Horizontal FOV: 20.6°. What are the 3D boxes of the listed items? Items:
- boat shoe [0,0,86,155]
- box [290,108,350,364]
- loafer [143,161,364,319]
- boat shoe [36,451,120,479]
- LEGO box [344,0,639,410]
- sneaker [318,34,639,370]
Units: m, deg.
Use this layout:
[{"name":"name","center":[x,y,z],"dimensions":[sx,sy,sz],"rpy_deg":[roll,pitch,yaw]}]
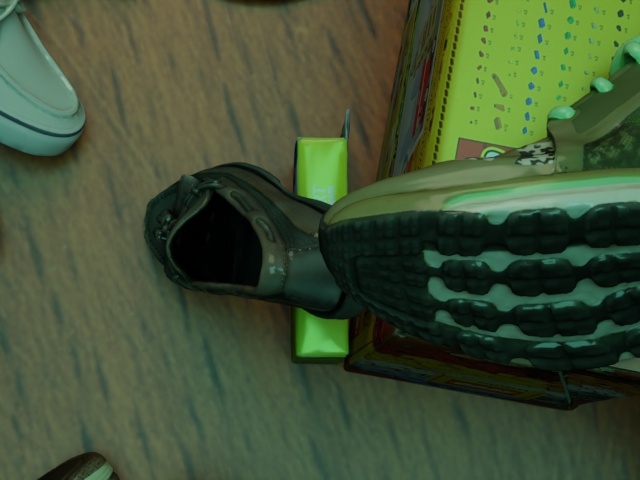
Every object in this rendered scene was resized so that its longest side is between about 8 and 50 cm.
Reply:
[{"name":"boat shoe","center":[-0.262,-0.175,1.277],"dimensions":[0.088,0.096,0.267],"rpy_deg":[-37,102,32]},{"name":"box","center":[0.000,0.000,1.298],"dimensions":[0.042,0.109,0.178],"rpy_deg":[1,83,-2]},{"name":"loafer","center":[-0.065,-0.004,1.216],"dimensions":[0.084,0.267,0.096],"rpy_deg":[2,97,-33]},{"name":"boat shoe","center":[-0.229,0.266,1.267],"dimensions":[0.257,0.095,0.095],"rpy_deg":[-43,102,-2]},{"name":"LEGO box","center":[0.164,-0.149,1.197],"dimensions":[0.193,0.372,0.500],"rpy_deg":[11,82,-3]},{"name":"sneaker","center":[0.196,-0.054,0.957],"dimensions":[0.410,0.158,0.182],"rpy_deg":[-10,53,-3]}]
